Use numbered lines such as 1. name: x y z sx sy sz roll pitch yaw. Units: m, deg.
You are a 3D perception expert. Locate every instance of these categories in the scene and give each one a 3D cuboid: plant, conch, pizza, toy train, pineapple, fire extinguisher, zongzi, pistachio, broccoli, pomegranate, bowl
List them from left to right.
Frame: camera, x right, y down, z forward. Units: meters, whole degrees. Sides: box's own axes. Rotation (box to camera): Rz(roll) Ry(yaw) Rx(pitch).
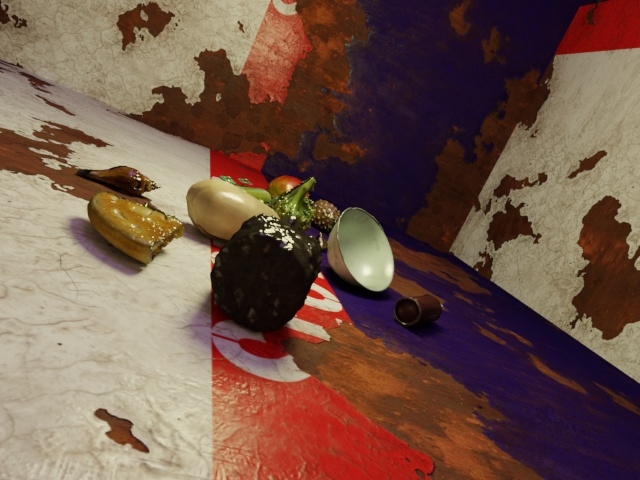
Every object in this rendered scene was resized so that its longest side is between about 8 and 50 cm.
1. conch: -0.623 -0.199 1.506 0.233 0.080 0.086 22 3 -11
2. pizza: -0.420 -0.025 1.126 0.290 0.081 0.229 33 20 33
3. pistachio: -0.270 -0.083 1.475 0.299 0.187 0.187 20 12 -31
4. toy train: -0.322 -0.172 1.965 0.189 0.126 0.307 36 11 10
5. plant: -0.113 0.055 1.084 0.213 0.215 0.312 28 16 -5
6. pomegranate: -0.163 -0.188 2.190 0.210 0.210 0.235 32 51 32
7. broccoli: -0.095 -0.120 1.970 0.180 0.273 0.242 60 15 1
8. zongzi: 0.000 0.000 1.977 0.067 0.073 0.083 -8 30 -38
9. pineapple: 0.085 -0.073 2.377 0.310 0.141 0.170 39 -9 27
10. bowl: 0.114 0.050 1.709 0.146 0.313 0.313 -24 -26 38
11. fire extinguisher: 0.332 0.230 1.592 0.105 0.104 0.269 32 13 29
